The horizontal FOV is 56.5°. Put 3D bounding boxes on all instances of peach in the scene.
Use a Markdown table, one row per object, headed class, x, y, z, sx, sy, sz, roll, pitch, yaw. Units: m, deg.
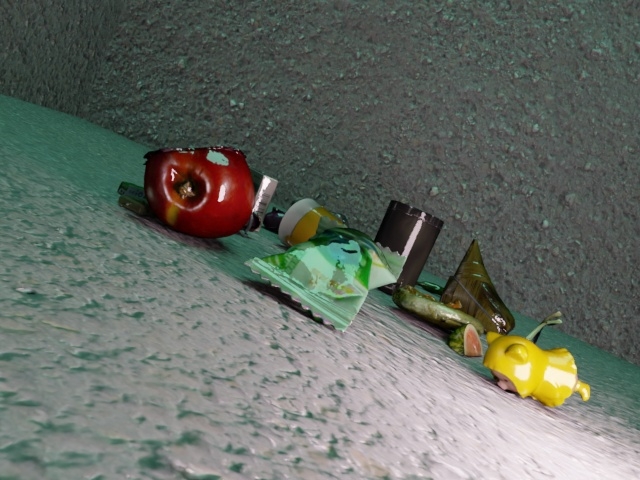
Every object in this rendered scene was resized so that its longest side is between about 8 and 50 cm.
| class | x | y | z | sx | sy | sz | roll | pitch | yaw |
| --- | --- | --- | --- | --- | --- | --- | --- | --- | --- |
| peach | -0.293 | -0.101 | 1.490 | 0.258 | 0.201 | 0.361 | -7 | -8 | -2 |

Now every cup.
| class | x | y | z | sx | sy | sz | roll | pitch | yaw |
| --- | --- | --- | --- | --- | --- | --- | --- | --- | --- |
| cup | 0.000 | 0.000 | 2.015 | 0.226 | 0.185 | 0.241 | 34 | -21 | 34 |

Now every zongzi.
| class | x | y | z | sx | sy | sz | roll | pitch | yaw |
| --- | --- | --- | --- | --- | --- | --- | --- | --- | --- |
| zongzi | 0.590 | 0.164 | 2.117 | 0.286 | 0.299 | 0.138 | 27 | 6 | 35 |

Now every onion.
| class | x | y | z | sx | sy | sz | roll | pitch | yaw |
| --- | --- | --- | --- | --- | --- | --- | --- | --- | --- |
| onion | -0.170 | -0.083 | 2.343 | 0.115 | 0.104 | 0.115 | -7 | -13 | -2 |

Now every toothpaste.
| class | x | y | z | sx | sy | sz | roll | pitch | yaw |
| --- | --- | --- | --- | --- | --- | --- | --- | --- | --- |
| toothpaste | -0.491 | -0.127 | 1.704 | 0.043 | 0.037 | 0.179 | 32 | 9 | 35 |

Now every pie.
| class | x | y | z | sx | sy | sz | roll | pitch | yaw |
| --- | --- | --- | --- | --- | --- | --- | --- | --- | --- |
| pie | 0.338 | 0.211 | 1.706 | 0.277 | 0.078 | 0.277 | 25 | 2 | -1 |

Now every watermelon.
| class | x | y | z | sx | sy | sz | roll | pitch | yaw |
| --- | --- | --- | --- | --- | --- | --- | --- | --- | --- |
| watermelon | 0.368 | 0.264 | 1.556 | 0.069 | 0.086 | 0.163 | -16 | -19 | 28 |

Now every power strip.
| class | x | y | z | sx | sy | sz | roll | pitch | yaw |
| --- | --- | --- | --- | --- | --- | --- | --- | --- | --- |
| power strip | -0.451 | -0.088 | 1.526 | 0.076 | 0.028 | 0.169 | 26 | 5 | 12 |

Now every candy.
| class | x | y | z | sx | sy | sz | roll | pitch | yaw |
| --- | --- | --- | --- | --- | --- | --- | --- | --- | --- |
| candy | 0.015 | 0.068 | 1.340 | 0.263 | 0.171 | 0.398 | 21 | 17 | 18 |

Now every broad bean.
| class | x | y | z | sx | sy | sz | roll | pitch | yaw |
| --- | --- | --- | --- | --- | --- | --- | --- | --- | --- |
| broad bean | 0.537 | 0.237 | 2.587 | 0.144 | 0.049 | 0.292 | 9 | 12 | -46 |

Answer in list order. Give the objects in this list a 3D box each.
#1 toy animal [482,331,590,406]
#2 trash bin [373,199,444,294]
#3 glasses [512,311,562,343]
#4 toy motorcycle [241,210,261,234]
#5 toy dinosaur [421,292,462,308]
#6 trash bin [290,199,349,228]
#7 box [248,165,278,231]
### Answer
| class | x | y | z | sx | sy | sz | roll | pitch | yaw |
| --- | --- | --- | --- | --- | --- | --- | --- | --- | --- |
| toy animal | 0.470 | 0.282 | 1.295 | 0.230 | 0.156 | 0.156 | 26 | 5 | -10 |
| trash bin | 0.282 | 0.033 | 2.094 | 0.203 | 0.301 | 0.252 | 23 | 2 | 3 |
| glasses | 0.774 | 0.336 | 2.087 | 0.239 | 0.207 | 0.102 | 11 | 50 | -61 |
| toy motorcycle | -0.268 | -0.064 | 1.840 | 0.123 | 0.082 | 0.213 | 15 | 9 | 29 |
| toy dinosaur | 0.430 | 0.237 | 2.048 | 0.212 | 0.057 | 0.142 | 25 | 17 | 28 |
| trash bin | -0.012 | -0.038 | 2.191 | 0.237 | 0.176 | 0.101 | 22 | 5 | 16 |
| box | -0.271 | -0.171 | 2.245 | 0.065 | 0.200 | 0.343 | 18 | 7 | -26 |
